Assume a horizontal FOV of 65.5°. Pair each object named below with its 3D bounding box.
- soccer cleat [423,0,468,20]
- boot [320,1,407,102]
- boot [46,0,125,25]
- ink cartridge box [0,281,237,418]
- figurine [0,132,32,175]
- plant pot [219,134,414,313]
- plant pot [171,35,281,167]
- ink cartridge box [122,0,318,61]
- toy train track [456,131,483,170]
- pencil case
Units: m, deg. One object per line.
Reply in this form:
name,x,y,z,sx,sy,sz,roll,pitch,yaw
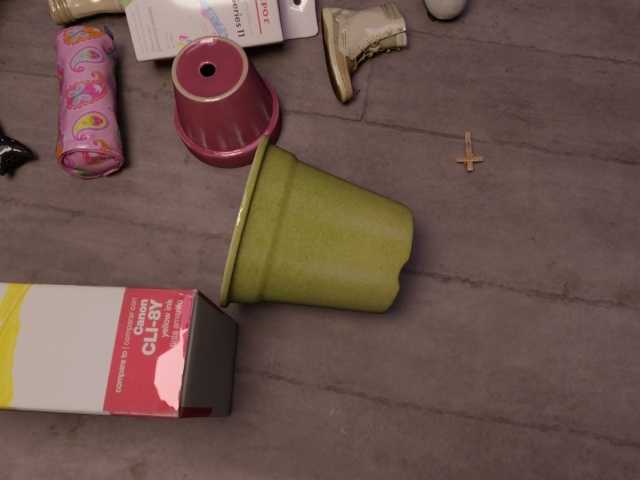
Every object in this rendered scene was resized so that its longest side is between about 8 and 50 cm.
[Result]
soccer cleat,0.228,-0.611,1.010,0.116,0.143,0.331,-17,73,-3
boot,0.091,-0.376,0.980,0.165,0.077,0.213,-7,70,-2
boot,-0.487,-0.585,1.059,0.203,0.095,0.262,-13,77,0
ink cartridge box,-0.340,0.165,0.721,0.384,0.279,0.161,2,72,3
figurine,-0.688,-0.158,0.941,0.209,0.092,0.215,40,79,9
plant pot,0.000,0.000,0.788,0.253,0.276,0.276,14,74,-5
plant pot,-0.178,-0.256,0.898,0.201,0.180,0.201,0,73,1
ink cartridge box,-0.186,-0.471,0.949,0.353,0.119,0.207,-9,110,0
toy train track,0.280,-0.166,0.940,0.048,0.014,0.083,-1,67,9
pencil case,-0.438,-0.265,0.946,0.124,0.124,0.284,-10,72,-1
